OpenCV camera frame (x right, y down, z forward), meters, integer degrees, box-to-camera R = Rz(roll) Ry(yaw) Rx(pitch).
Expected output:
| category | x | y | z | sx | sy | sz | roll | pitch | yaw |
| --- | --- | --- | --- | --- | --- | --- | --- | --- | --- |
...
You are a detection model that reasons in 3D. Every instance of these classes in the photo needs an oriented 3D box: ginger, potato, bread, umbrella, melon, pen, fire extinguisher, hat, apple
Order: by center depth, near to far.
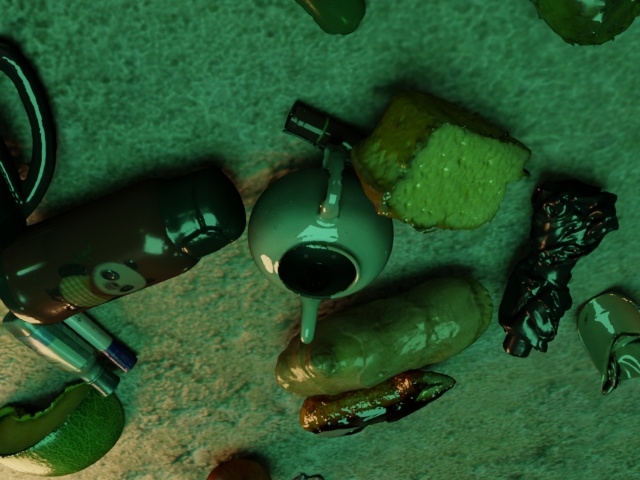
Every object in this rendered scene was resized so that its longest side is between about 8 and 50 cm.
| category | x | y | z | sx | sy | sz | roll | pitch | yaw |
| --- | --- | --- | --- | --- | --- | --- | --- | --- | --- |
| potato | 0.252 | -0.297 | 0.645 | 0.117 | 0.090 | 0.225 | -32 | 118 | 7 |
| bread | 0.135 | -0.100 | 0.764 | 0.229 | 0.139 | 0.143 | 6 | 126 | -45 |
| fire extinguisher | 0.021 | -0.130 | 0.816 | 0.132 | 0.039 | 0.056 | 23 | 116 | -14 |
| umbrella | 0.311 | 0.044 | 0.887 | 0.110 | 0.122 | 0.272 | -3 | 122 | -23 |
| ginger | 0.085 | 0.147 | 0.963 | 0.354 | 0.126 | 0.190 | -24 | 164 | 12 |
| hat | 0.478 | 0.146 | 0.996 | 0.147 | 0.085 | 0.175 | -28 | 99 | 34 |
| pen | -0.395 | 0.122 | 1.035 | 0.033 | 0.033 | 0.269 | -27 | 121 | 21 |
| bread | 0.084 | 0.257 | 1.067 | 0.269 | 0.095 | 0.139 | -32 | 151 | 26 |
| melon | -0.471 | 0.371 | 1.172 | 0.265 | 0.129 | 0.169 | -23 | 126 | 18 |
| apple | -0.157 | 0.489 | 1.248 | 0.147 | 0.146 | 0.146 | 1 | 127 | 2 |

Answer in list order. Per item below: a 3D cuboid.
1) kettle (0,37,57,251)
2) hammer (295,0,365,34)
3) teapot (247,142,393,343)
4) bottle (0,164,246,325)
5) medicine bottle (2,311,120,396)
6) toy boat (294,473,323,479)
| category | x | y | z | sx | sy | sz | roll | pitch | yaw |
| --- | --- | --- | --- | --- | --- | --- | --- | --- | --- |
| kettle | -0.474 | -0.111 | 0.762 | 0.251 | 0.207 | 0.271 | -1 | 120 | 12 |
| hammer | -0.081 | -0.317 | 0.646 | 0.336 | 0.118 | 0.206 | 34 | 124 | -29 |
| teapot | 0.000 | 0.000 | 0.851 | 0.193 | 0.129 | 0.294 | 7 | 136 | -4 |
| bottle | -0.262 | -0.001 | 0.869 | 0.336 | 0.144 | 0.144 | -21 | 123 | 15 |
| medicine bottle | -0.417 | 0.181 | 1.058 | 0.090 | 0.053 | 0.208 | -10 | 130 | 41 |
| toy boat | -0.107 | 0.594 | 1.374 | 0.319 | 0.072 | 0.219 | -22 | 121 | 7 |
